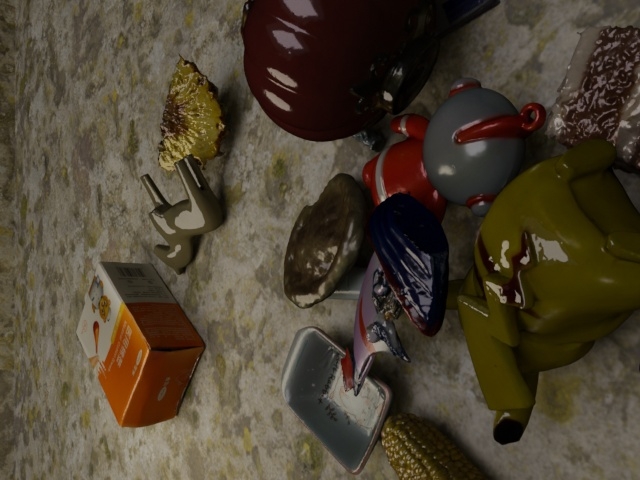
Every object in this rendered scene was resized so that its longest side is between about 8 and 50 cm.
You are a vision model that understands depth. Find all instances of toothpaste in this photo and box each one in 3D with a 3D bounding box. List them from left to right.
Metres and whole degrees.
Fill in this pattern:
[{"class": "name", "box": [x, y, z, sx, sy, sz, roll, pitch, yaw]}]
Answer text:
[{"class": "toothpaste", "box": [0.174, -0.444, 0.837, 0.099, 0.068, 0.283, 141, 115, -73]}]

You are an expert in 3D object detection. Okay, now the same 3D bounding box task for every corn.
[{"class": "corn", "box": [0.181, 0.330, 0.724, 0.291, 0.101, 0.101, 42, 116, 38]}]

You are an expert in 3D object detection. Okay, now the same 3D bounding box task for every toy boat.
[{"class": "toy boat", "box": [0.083, 0.067, 0.765, 0.318, 0.071, 0.219, 118, 152, -58]}]

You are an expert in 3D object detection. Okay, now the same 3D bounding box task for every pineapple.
[{"class": "pineapple", "box": [-0.246, -0.260, 1.249, 0.139, 0.164, 0.250, 21, 111, 6]}]

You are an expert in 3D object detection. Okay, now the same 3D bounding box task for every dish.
[{"class": "dish", "box": [0.028, 0.235, 0.920, 0.234, 0.064, 0.154, 34, 111, 42]}]

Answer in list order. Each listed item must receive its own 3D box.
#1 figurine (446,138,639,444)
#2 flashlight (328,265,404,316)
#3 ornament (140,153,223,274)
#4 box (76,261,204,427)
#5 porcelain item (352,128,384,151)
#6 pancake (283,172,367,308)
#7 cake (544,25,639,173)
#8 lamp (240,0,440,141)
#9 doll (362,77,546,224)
[{"class": "figurine", "box": [0.228, 0.063, 0.608, 0.327, 0.169, 0.218, 86, 173, -56]}, {"class": "flashlight", "box": [0.062, 0.067, 0.911, 0.200, 0.047, 0.093, 3, 88, 46]}, {"class": "ornament", "box": [-0.311, -0.043, 1.270, 0.230, 0.061, 0.245, -14, 110, 31]}, {"class": "box", "box": [-0.429, 0.231, 1.350, 0.341, 0.143, 0.225, 44, 117, 41]}, {"class": "porcelain item", "box": [0.069, -0.174, 0.937, 0.028, 0.036, 0.083, -42, 58, -2]}, {"class": "pancake", "box": [-0.001, 0.000, 0.939, 0.236, 0.042, 0.223, -21, 53, 57]}, {"class": "cake", "box": [0.325, -0.138, 0.588, 0.147, 0.134, 0.135, 30, 106, 37]}, {"class": "lamp", "box": [0.028, -0.283, 0.799, 0.257, 0.303, 0.303, 34, 113, 16]}, {"class": "doll", "box": [0.161, -0.101, 0.754, 0.336, 0.105, 0.200, 151, 117, -61]}]
